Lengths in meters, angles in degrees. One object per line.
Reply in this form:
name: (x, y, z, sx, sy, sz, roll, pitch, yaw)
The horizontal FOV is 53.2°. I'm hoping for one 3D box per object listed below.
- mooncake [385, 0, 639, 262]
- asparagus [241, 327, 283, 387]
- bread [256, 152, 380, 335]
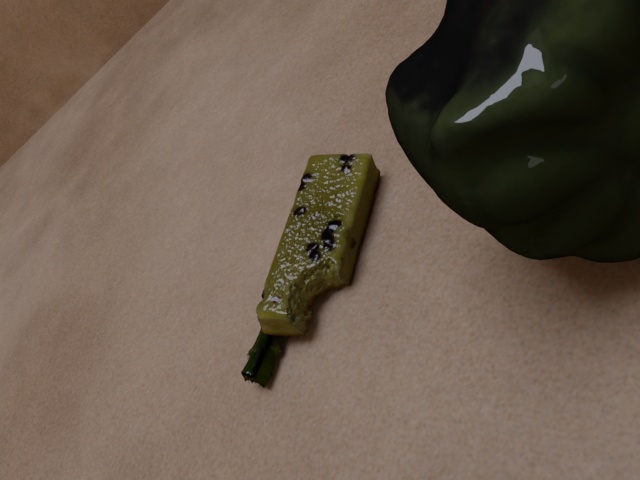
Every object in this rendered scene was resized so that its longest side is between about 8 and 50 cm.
mooncake: (0.211, -0.151, 0.421, 0.351, 0.351, 0.187, -43, 36, 7)
asparagus: (-0.052, 0.085, 0.721, 0.036, 0.030, 0.165, 9, 57, 7)
bread: (0.000, 0.000, 0.717, 0.088, 0.049, 0.226, 3, 58, 23)
